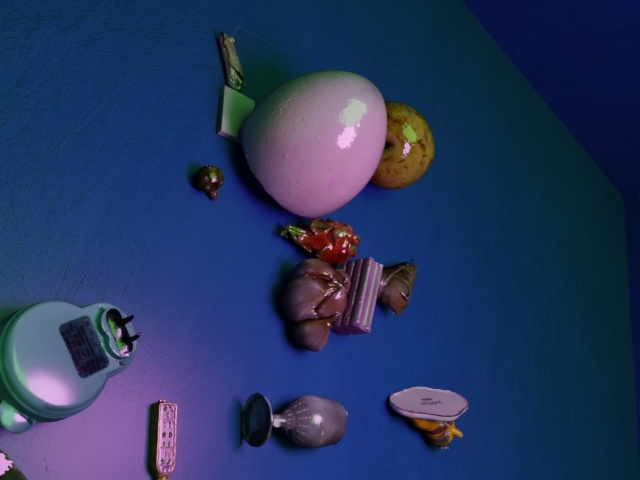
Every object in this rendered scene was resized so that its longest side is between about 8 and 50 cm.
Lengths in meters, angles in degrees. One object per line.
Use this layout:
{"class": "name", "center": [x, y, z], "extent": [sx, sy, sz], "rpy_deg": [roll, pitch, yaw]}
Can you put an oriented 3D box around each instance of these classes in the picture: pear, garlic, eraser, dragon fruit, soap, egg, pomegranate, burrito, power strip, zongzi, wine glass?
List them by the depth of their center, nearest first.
{"class": "power strip", "center": [-0.316, 0.410, 1.270], "extent": [0.049, 0.028, 0.178], "rpy_deg": [17, 62, -40]}
{"class": "wine glass", "center": [-0.055, 0.418, 1.460], "extent": [0.241, 0.126, 0.127], "rpy_deg": [13, 64, -39]}
{"class": "pomegranate", "center": [-0.270, -0.141, 1.537], "extent": [0.073, 0.073, 0.085], "rpy_deg": [1, 87, -45]}
{"class": "garlic", "center": [-0.022, 0.155, 1.592], "extent": [0.160, 0.191, 0.214], "rpy_deg": [30, 62, -2]}
{"class": "egg", "center": [0.021, -0.280, 1.640], "extent": [0.354, 0.339, 0.355], "rpy_deg": [34, 37, -31]}
{"class": "dragon fruit", "center": [0.002, 0.003, 1.693], "extent": [0.235, 0.137, 0.135], "rpy_deg": [13, 100, -39]}
{"class": "eraser", "center": [-0.227, -0.332, 1.696], "extent": [0.103, 0.023, 0.151], "rpy_deg": [22, 57, -38]}
{"class": "soap", "center": [0.094, 0.152, 1.713], "extent": [0.065, 0.122, 0.203], "rpy_deg": [32, 60, -34]}
{"class": "burrito", "center": [-0.245, -0.492, 1.739], "extent": [0.051, 0.042, 0.171], "rpy_deg": [-3, 72, -49]}
{"class": "zongzi", "center": [0.186, 0.099, 1.889], "extent": [0.204, 0.094, 0.205], "rpy_deg": [28, 36, 2]}
{"class": "pear", "center": [0.224, -0.298, 1.966], "extent": [0.283, 0.283, 0.284], "rpy_deg": [20, 59, -38]}

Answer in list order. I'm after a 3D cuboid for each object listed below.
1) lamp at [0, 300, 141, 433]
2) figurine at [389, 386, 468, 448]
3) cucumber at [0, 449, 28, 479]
{"class": "lamp", "center": [-0.458, 0.205, 1.131], "extent": [0.284, 0.147, 0.210], "rpy_deg": [-22, 90, -39]}
{"class": "figurine", "center": [0.300, 0.518, 1.804], "extent": [0.249, 0.166, 0.141], "rpy_deg": [6, 104, -18]}
{"class": "cucumber", "center": [-0.572, 0.364, 0.986], "extent": [0.325, 0.105, 0.145], "rpy_deg": [54, 43, -17]}
